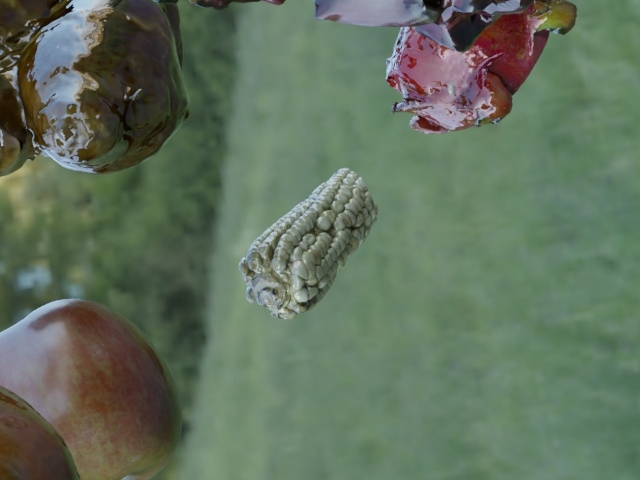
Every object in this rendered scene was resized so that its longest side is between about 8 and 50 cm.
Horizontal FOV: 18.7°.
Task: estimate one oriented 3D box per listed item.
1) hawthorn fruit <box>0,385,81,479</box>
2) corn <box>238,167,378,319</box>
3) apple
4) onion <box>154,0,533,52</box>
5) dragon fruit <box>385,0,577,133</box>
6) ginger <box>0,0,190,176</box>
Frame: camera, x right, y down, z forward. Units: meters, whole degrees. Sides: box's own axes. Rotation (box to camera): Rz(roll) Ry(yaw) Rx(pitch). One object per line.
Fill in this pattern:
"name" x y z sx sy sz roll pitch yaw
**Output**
"hawthorn fruit" -0.274 0.162 1.320 0.251 0.199 0.199 46 -179 9
"corn" 0.000 0.000 1.925 0.211 0.087 0.087 -44 -50 -45
"apple" -0.220 0.148 1.716 0.174 0.188 0.188 58 180 16
"onion" 0.000 -0.140 0.754 0.283 0.227 0.120 19 108 57
"dragon fruit" 0.076 -0.117 1.119 0.068 0.112 0.126 31 -178 -26
"ginger" -0.257 -0.159 1.782 0.357 0.274 0.152 35 134 43
